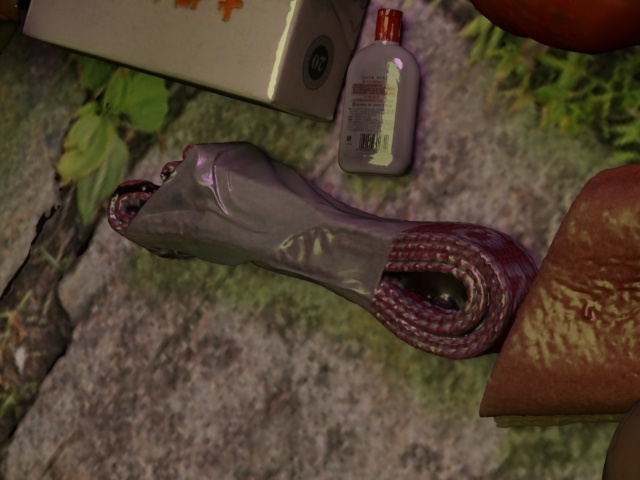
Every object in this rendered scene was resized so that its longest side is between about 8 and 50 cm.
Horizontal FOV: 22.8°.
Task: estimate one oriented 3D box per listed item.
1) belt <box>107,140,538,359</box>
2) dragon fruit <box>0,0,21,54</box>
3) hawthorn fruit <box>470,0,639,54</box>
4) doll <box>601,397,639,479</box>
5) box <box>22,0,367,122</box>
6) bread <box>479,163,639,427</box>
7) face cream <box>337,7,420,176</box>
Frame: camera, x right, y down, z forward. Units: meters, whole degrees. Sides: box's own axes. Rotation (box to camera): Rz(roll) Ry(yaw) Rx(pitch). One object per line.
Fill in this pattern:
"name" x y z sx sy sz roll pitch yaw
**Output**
"belt" 0.000 0.000 0.790 0.232 0.053 0.071 17 100 29
"dragon fruit" -0.231 -0.220 0.800 0.226 0.305 0.305 21 94 24
"hawthorn fruit" 0.128 -0.168 0.674 0.189 0.189 0.189 -3 83 28
"doll" 0.237 0.171 0.565 0.174 0.235 0.330 -40 85 -8
"box" -0.040 -0.206 0.823 0.164 0.069 0.256 18 93 29
"bread" 0.158 0.024 0.692 0.192 0.067 0.119 -4 93 28
"face cream" 0.031 -0.074 0.798 0.040 0.021 0.083 5 87 28
